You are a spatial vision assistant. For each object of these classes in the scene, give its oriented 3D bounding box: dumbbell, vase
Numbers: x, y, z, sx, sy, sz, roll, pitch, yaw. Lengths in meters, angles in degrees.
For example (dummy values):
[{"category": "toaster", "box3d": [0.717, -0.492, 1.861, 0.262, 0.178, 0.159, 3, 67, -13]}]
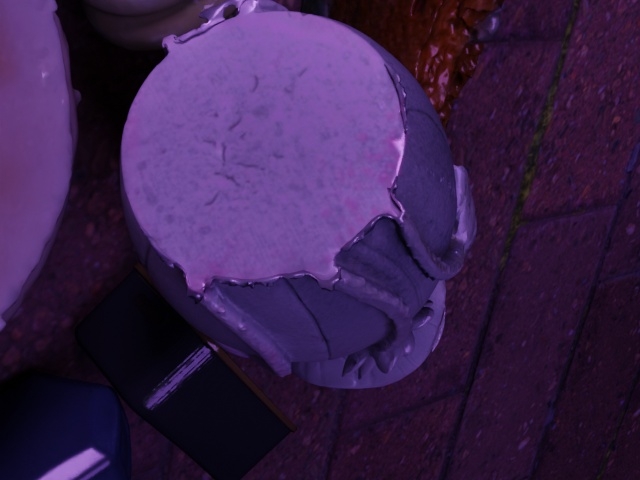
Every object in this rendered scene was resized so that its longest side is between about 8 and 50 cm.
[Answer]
[{"category": "dumbbell", "box3d": [-0.219, 0.273, 0.903, 0.144, 0.160, 0.325, -58, 149, -45]}, {"category": "vase", "box3d": [0.000, 0.000, 0.803, 0.250, 0.250, 0.445, -50, 161, -7]}]

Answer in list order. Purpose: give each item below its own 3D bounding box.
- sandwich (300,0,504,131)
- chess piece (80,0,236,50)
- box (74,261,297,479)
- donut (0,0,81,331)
[{"category": "sandwich", "box3d": [0.064, -0.194, 0.846, 0.109, 0.212, 0.292, -3, 131, -27]}, {"category": "chess piece", "box3d": [-0.138, -0.253, 0.610, 0.144, 0.144, 0.251, -46, 149, -11]}, {"category": "box", "box3d": [-0.123, 0.128, 0.904, 0.090, 0.144, 0.201, -44, 139, -9]}, {"category": "donut", "box3d": [-0.305, -0.067, 0.544, 0.382, 0.142, 0.383, -23, 118, -51]}]
